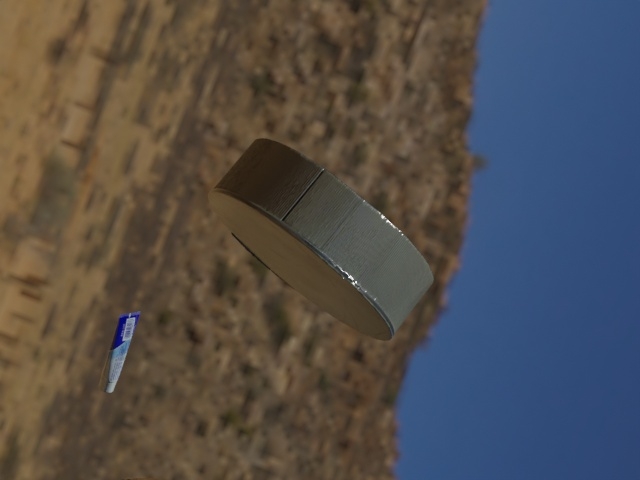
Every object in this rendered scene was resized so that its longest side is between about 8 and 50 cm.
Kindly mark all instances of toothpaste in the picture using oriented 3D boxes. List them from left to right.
[{"bbox_3d":[-0.180,0.099,1.663,0.024,0.015,0.083,-10,129,-44],"label":"toothpaste"}]

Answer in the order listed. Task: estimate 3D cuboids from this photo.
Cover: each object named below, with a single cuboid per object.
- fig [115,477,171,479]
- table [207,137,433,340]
[{"bbox_3d":[-0.025,0.234,0.844,0.190,0.290,0.191,-35,141,-35],"label":"fig"},{"bbox_3d":[0.000,0.000,1.066,0.043,0.133,0.133,-52,-177,-12],"label":"table"}]
